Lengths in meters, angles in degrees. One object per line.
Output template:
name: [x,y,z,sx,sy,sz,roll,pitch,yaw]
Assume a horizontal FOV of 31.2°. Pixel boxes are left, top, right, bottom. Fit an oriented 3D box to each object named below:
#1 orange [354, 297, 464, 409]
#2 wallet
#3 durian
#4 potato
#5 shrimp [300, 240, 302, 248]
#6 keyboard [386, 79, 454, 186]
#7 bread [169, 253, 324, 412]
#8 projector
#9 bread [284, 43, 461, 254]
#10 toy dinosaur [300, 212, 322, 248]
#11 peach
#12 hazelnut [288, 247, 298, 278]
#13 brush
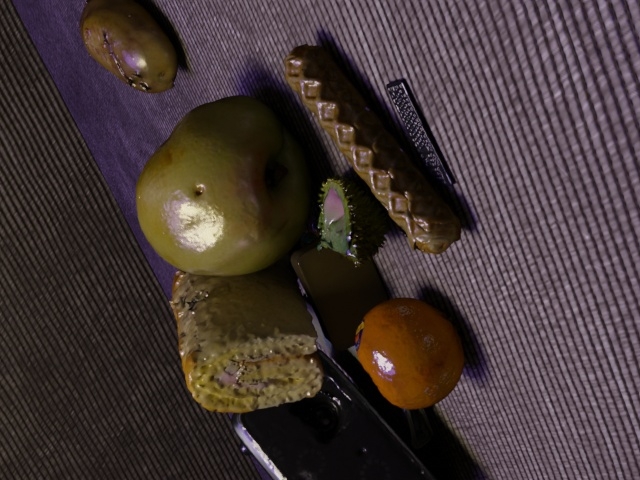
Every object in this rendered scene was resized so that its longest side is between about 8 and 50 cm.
orange: [0.137,0.172,1.767,0.178,0.155,0.177,60,167,25]
wallet: [0.088,0.233,2.146,0.309,0.077,0.223,46,162,31]
durian: [0.051,-0.031,1.779,0.220,0.095,0.137,-168,85,-70]
potato: [-0.395,-0.407,2.303,0.300,0.140,0.173,44,165,37]
shrimp: [-0.001,0.052,2.172,0.127,0.025,0.091,47,160,47]
keyboard: [0.130,-0.139,1.501,0.155,0.010,0.053,62,162,-10]
bread: [-0.141,0.142,2.004,0.375,0.236,0.165,-112,13,-64]
projector: [0.050,0.444,2.193,0.395,0.242,0.405,46,173,20]
bread: [0.067,-0.130,1.571,0.367,0.084,0.077,53,147,19]
toy dinosaur: [-0.003,0.001,2.077,0.187,0.044,0.106,142,111,-72]
peach: [-0.160,-0.080,1.936,0.281,0.314,0.315,41,131,-19]
hazelnut: [-0.146,0.036,2.272,0.210,0.186,0.210,15,161,5]
brush: [0.037,0.079,1.945,0.059,0.123,0.197,31,147,63]
